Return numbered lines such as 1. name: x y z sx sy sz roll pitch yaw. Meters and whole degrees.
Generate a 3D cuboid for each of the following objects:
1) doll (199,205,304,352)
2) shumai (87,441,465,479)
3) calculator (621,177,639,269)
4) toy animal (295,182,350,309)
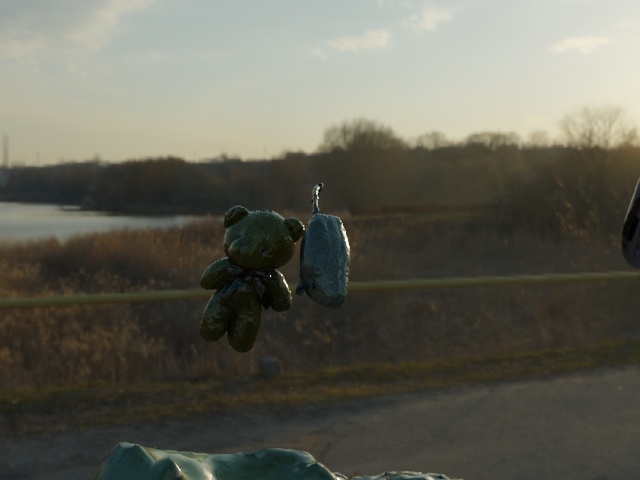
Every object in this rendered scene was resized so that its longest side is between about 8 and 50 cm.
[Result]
1. doll: -0.106 0.055 1.147 0.137 0.209 0.097 15 -1 11
2. shumai: -0.030 0.282 0.565 0.348 0.395 0.395 33 0 -6
3. calculator: 0.368 -0.044 0.851 0.103 0.166 0.024 1 26 -29
4. toy animal: -0.001 -0.009 1.120 0.070 0.253 0.079 24 -53 -29
